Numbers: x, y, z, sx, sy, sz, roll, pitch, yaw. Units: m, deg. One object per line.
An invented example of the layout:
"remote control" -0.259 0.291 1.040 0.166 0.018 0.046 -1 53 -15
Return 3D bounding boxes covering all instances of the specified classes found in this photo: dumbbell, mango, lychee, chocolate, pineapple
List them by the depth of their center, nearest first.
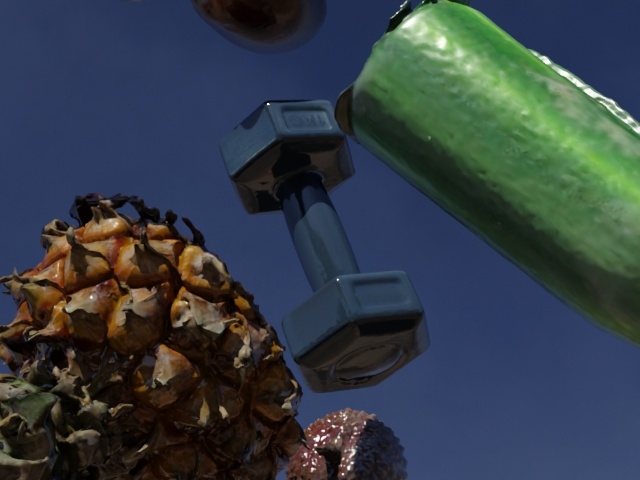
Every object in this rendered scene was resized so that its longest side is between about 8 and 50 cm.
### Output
"chocolate" 0.140 -0.013 0.551 0.110 0.291 0.110 -30 -34 -24
"pineapple" -0.186 0.135 0.673 0.262 0.271 0.262 20 -54 31
"dumbbell" 0.000 0.000 1.168 0.144 0.325 0.160 -23 -31 0
"mango" -0.059 -0.282 1.289 0.133 0.111 0.267 -26 -8 19
"lychee" 0.034 0.300 1.416 0.165 0.165 0.197 -11 -43 11

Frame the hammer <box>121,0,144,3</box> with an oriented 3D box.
"hammer" -0.285 -0.334 1.139 0.202 0.113 0.305 27 -3 -35
